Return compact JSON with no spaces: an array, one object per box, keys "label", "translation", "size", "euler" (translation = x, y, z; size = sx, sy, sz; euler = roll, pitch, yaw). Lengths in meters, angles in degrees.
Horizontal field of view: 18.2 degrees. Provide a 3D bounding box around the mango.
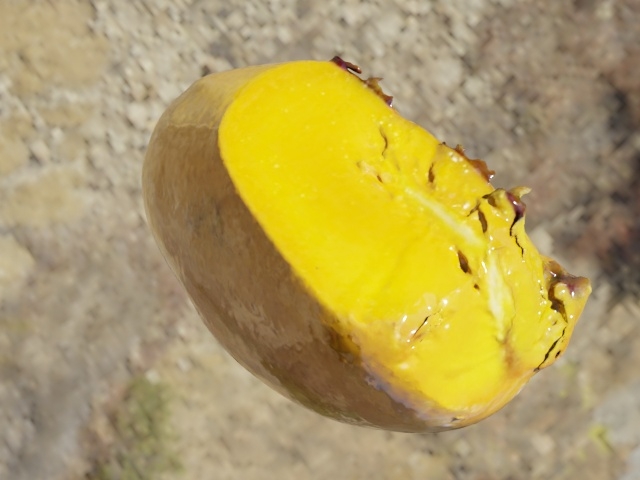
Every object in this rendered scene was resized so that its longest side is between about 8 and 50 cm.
[{"label":"mango","translation":[0.000,0.000,0.938],"size":[0.126,0.252,0.154],"euler":[-35,133,-26]}]
